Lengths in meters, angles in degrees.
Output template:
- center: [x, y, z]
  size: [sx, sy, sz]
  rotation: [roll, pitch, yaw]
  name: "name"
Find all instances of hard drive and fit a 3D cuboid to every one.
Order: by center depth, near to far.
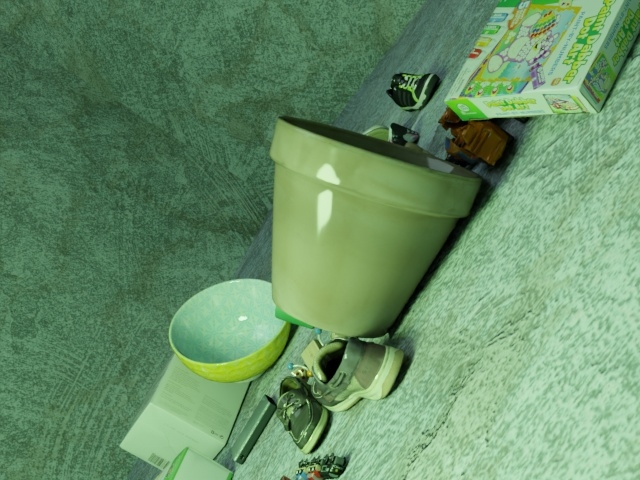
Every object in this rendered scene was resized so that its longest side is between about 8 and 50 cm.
- center: [-0.135, 0.381, 1.906]
  size: [0.135, 0.022, 0.094]
  rotation: [-58, 8, -4]
  name: "hard drive"

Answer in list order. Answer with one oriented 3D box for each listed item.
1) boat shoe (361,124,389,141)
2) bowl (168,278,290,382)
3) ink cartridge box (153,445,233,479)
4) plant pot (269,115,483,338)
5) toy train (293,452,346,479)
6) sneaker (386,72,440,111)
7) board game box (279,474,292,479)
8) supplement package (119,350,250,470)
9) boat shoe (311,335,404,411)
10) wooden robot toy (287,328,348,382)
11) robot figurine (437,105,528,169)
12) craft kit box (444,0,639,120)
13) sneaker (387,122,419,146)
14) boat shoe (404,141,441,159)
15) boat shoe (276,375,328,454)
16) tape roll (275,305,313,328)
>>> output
- center: [0.087, -0.175, 2.323]
  size: [0.302, 0.113, 0.103]
  rotation: [-54, 15, 32]
  name: "boat shoe"
- center: [-0.195, 0.239, 2.194]
  size: [0.289, 0.290, 0.156]
  rotation: [-67, -29, -48]
  name: "bowl"
- center: [-0.312, 0.574, 1.902]
  size: [0.278, 0.117, 0.201]
  rotation: [-49, 12, 44]
  name: "ink cartridge box"
- center: [0.051, -0.014, 1.441]
  size: [0.323, 0.323, 0.280]
  rotation: [-105, 32, -78]
  name: "plant pot"
- center: [-0.003, 0.327, 1.337]
  size: [0.158, 0.027, 0.036]
  rotation: [141, 149, -64]
  name: "toy train"
- center: [0.218, -0.376, 2.345]
  size: [0.084, 0.097, 0.235]
  rotation: [-60, 9, -10]
  name: "sneaker"
- center: [-0.074, 0.445, 1.316]
  size: [0.145, 0.027, 0.281]
  rotation: [-56, 8, 3]
  name: "board game box"
- center: [-0.316, 0.400, 2.268]
  size: [0.198, 0.199, 0.262]
  rotation: [-53, 10, 36]
  name: "supplement package"
- center: [0.034, 0.189, 1.389]
  size: [0.102, 0.092, 0.285]
  rotation: [-62, 9, -18]
  name: "boat shoe"
- center: [0.014, 0.207, 1.618]
  size: [0.173, 0.076, 0.079]
  rotation: [-53, 45, 27]
  name: "wooden robot toy"
- center: [0.266, -0.208, 1.514]
  size: [0.211, 0.085, 0.291]
  rotation: [-56, 9, 7]
  name: "robot figurine"
- center: [0.319, -0.279, 1.284]
  size: [0.247, 0.061, 0.250]
  rotation: [7, 63, 52]
  name: "craft kit box"
- center: [0.171, -0.206, 2.121]
  size: [0.178, 0.072, 0.077]
  rotation: [-62, -3, -62]
  name: "sneaker"
- center: [0.103, -0.028, 1.712]
  size: [0.341, 0.110, 0.121]
  rotation: [-55, 9, 21]
  name: "boat shoe"
- center: [-0.038, 0.280, 1.538]
  size: [0.080, 0.073, 0.223]
  rotation: [-57, 8, 6]
  name: "boat shoe"
- center: [0.000, 0.000, 1.730]
  size: [0.321, 0.077, 0.321]
  rotation: [18, -90, -86]
  name: "tape roll"
